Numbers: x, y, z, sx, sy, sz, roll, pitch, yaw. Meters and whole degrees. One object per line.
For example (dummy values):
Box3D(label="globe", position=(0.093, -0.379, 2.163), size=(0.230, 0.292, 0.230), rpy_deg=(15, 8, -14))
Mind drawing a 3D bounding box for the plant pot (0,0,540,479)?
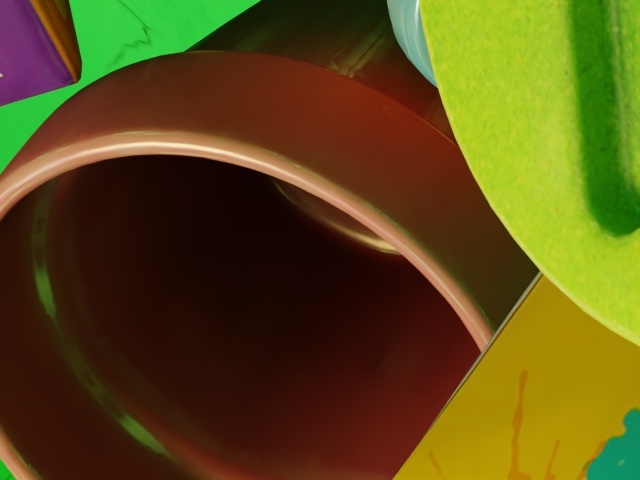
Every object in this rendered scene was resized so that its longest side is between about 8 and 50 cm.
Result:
Box3D(label="plant pot", position=(0.000, 0.000, 0.684), size=(0.201, 0.180, 0.201), rpy_deg=(13, 130, 15))

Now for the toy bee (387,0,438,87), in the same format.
Box3D(label="toy bee", position=(0.065, -0.117, 0.535), size=(0.195, 0.162, 0.298), rpy_deg=(48, -167, 28))

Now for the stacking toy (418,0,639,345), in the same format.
Box3D(label="stacking toy", position=(0.084, -0.147, 0.335), size=(0.309, 0.130, 0.280), rpy_deg=(40, 130, 41))

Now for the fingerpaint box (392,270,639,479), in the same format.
Box3D(label="fingerpaint box", position=(0.282, 0.168, 0.444), size=(0.445, 0.163, 0.371), rpy_deg=(44, 167, -34))

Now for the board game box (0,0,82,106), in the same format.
Box3D(label="board game box", position=(-0.308, -0.220, 0.541), size=(0.356, 0.356, 0.357), rpy_deg=(69, -176, -66))
